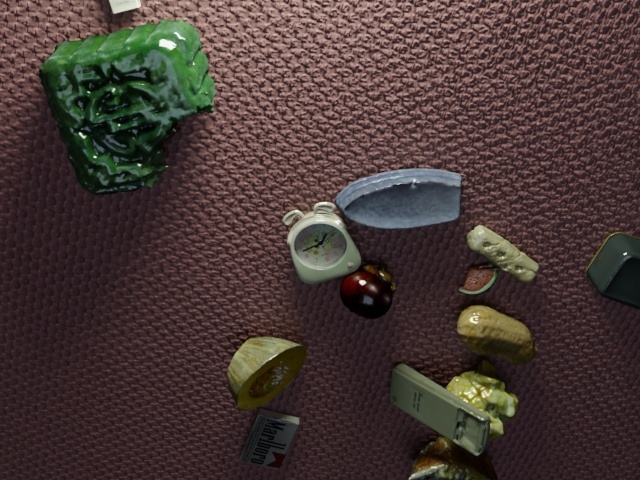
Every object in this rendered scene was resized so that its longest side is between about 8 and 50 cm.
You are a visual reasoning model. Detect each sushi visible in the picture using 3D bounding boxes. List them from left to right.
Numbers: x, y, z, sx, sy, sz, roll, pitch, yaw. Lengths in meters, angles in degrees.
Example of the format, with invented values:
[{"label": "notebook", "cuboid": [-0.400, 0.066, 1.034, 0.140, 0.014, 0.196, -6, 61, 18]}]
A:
[{"label": "sushi", "cuboid": [0.348, 0.630, 2.071, 0.274, 0.139, 0.184, 35, 115, -23]}]

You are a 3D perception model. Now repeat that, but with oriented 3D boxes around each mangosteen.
[{"label": "mangosteen", "cuboid": [0.115, 0.112, 1.787, 0.140, 0.140, 0.140, -1, 120, -1]}]

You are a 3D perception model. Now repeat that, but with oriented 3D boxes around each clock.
[{"label": "clock", "cuboid": [0.000, 0.000, 1.744, 0.152, 0.062, 0.191, -17, 119, 9]}]

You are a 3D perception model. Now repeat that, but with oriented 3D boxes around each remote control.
[{"label": "remote control", "cuboid": [0.291, 0.414, 1.894, 0.038, 0.285, 0.123, -24, 126, -40]}]

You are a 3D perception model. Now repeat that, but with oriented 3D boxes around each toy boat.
[{"label": "toy boat", "cuboid": [0.173, -0.089, 1.689, 0.283, 0.078, 0.127, -5, 123, 0]}]

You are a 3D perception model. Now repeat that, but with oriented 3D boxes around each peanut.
[{"label": "peanut", "cuboid": [0.429, 0.236, 1.868, 0.236, 0.110, 0.120, 27, 95, -24]}]

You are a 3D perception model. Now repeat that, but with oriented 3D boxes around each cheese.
[{"label": "cheese", "cuboid": [0.423, 0.032, 1.785, 0.194, 0.043, 0.065, 31, 110, -16]}]

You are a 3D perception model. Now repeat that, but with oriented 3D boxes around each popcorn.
[{"label": "popcorn", "cuboid": [0.404, 0.408, 1.938, 0.187, 0.167, 0.185, -30, 94, -22]}]

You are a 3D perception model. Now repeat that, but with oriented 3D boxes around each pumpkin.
[{"label": "pumpkin", "cuboid": [-0.147, 0.309, 1.883, 0.110, 0.217, 0.217, 40, 118, 21]}]

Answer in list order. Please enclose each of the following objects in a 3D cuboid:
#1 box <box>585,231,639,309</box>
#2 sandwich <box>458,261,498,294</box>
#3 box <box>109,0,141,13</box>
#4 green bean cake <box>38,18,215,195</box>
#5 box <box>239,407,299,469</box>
[{"label": "box", "cuboid": [0.742, 0.082, 1.793, 0.201, 0.090, 0.144, 19, 118, -13]}, {"label": "sandwich", "cuboid": [0.378, 0.090, 1.827, 0.069, 0.026, 0.101, 21, 114, -8]}, {"label": "box", "cuboid": [-0.385, -0.484, 1.477, 0.054, 0.024, 0.083, -13, 119, 4]}, {"label": "green bean cake", "cuboid": [-0.362, -0.259, 1.526, 0.308, 0.169, 0.300, -12, 119, 4]}, {"label": "box", "cuboid": [-0.137, 0.531, 2.062, 0.115, 0.036, 0.177, 17, 118, -11]}]
